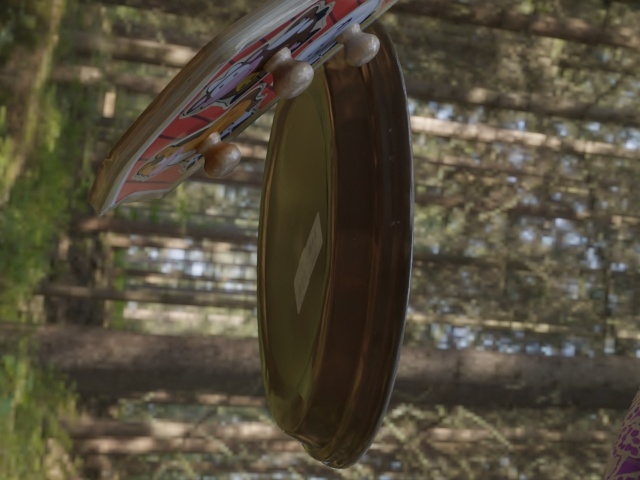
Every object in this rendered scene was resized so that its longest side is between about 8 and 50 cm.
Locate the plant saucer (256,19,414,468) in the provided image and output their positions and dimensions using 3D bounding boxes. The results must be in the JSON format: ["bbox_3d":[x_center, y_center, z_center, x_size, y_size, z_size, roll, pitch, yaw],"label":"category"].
[{"bbox_3d":[0.000,0.000,0.757,0.278,0.041,0.278,-176,-90,-76],"label":"plant saucer"}]

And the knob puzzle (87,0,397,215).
[{"bbox_3d":[-0.024,-0.068,0.552,0.030,0.213,0.213,51,-30,1],"label":"knob puzzle"}]

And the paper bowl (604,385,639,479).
[{"bbox_3d":[0.262,0.105,0.500,0.284,0.148,0.284,-46,-162,20],"label":"paper bowl"}]
